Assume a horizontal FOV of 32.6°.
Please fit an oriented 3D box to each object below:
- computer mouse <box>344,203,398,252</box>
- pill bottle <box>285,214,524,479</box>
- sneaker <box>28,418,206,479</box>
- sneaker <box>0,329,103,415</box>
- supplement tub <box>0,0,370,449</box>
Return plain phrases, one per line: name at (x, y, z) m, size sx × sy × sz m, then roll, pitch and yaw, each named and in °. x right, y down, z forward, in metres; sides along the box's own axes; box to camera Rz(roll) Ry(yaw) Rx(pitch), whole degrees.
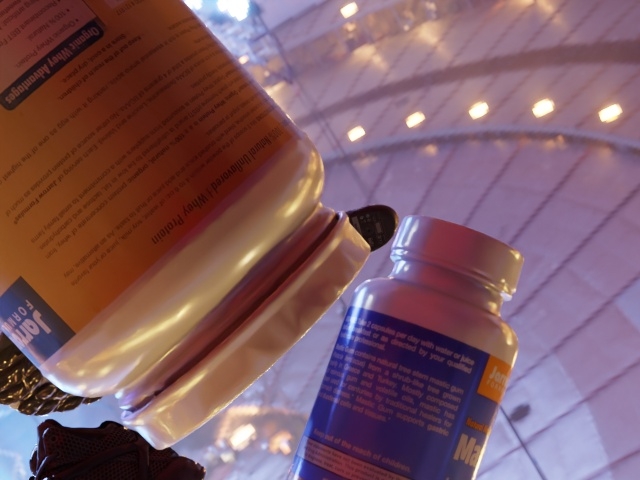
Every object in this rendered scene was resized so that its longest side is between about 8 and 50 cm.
computer mouse at (0.000, 0.000, 1.621) m, size 0.242 × 0.071 × 0.041 m, roll -15°, pitch -159°, yaw -6°
pill bottle at (0.079, 0.123, 0.931) m, size 0.152 × 0.152 × 0.272 m, roll 10°, pitch -103°, yaw 56°
sneaker at (-0.196, 0.223, 0.825) m, size 0.227 × 0.130 × 0.087 m, roll -52°, pitch 171°, yaw -44°
sneaker at (-0.179, 0.041, 1.114) m, size 0.410 × 0.158 × 0.182 m, roll -4°, pitch -142°, yaw -47°
supplement tub at (-0.090, -0.029, 0.443) m, size 0.144 × 0.200 × 0.144 m, roll -42°, pitch -175°, yaw 4°
